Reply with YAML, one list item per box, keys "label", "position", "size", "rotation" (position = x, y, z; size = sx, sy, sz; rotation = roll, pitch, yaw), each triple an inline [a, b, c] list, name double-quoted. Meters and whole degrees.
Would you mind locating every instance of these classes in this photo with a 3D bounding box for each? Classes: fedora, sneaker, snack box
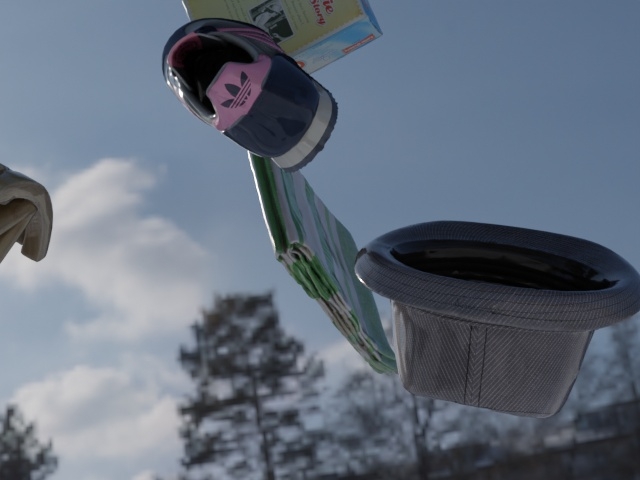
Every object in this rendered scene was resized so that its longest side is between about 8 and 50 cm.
- label: "fedora"
  position: [0.145, 0.071, 1.218]
  size: [0.243, 0.124, 0.275]
  rotation: [7, 12, 6]
- label: "sneaker"
  position: [-0.102, -0.173, 1.411]
  size: [0.131, 0.112, 0.319]
  rotation: [31, 2, -34]
- label: "snack box"
  position: [-0.076, -0.327, 1.645]
  size: [0.187, 0.322, 0.060]
  rotation: [-27, -22, 12]

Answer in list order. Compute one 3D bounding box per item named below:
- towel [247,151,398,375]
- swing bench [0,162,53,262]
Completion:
- label: "towel"
  position: [0.000, 0.000, 1.747]
  size: [0.038, 0.248, 0.325]
  rotation: [-25, -38, 10]
- label: "swing bench"
  position: [-0.384, -0.022, 1.153]
  size: [0.253, 0.255, 0.165]
  rotation: [28, -39, 10]
